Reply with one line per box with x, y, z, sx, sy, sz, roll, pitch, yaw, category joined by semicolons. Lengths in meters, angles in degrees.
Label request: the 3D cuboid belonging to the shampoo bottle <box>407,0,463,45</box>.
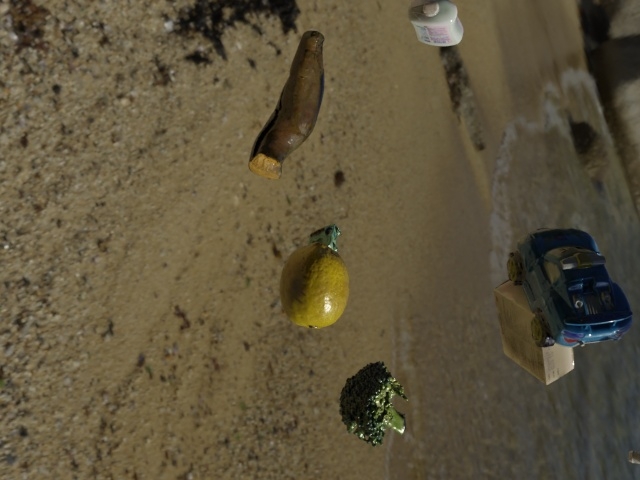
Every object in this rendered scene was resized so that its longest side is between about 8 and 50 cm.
0.165;-0.317;1.114;0.099;0.072;0.043;22;78;-72;shampoo bottle

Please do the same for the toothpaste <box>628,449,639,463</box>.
0.738;0.464;1.596;0.031;0.190;0.048;15;81;-61;toothpaste

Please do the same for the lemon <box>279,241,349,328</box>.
-0.013;0.104;1.782;0.170;0.170;0.207;-7;104;-63;lemon

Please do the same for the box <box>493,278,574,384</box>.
0.515;0.214;1.874;0.168;0.095;0.212;36;-32;53;box

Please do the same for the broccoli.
0.115;0.333;1.559;0.160;0.154;0.167;34;2;-23;broccoli

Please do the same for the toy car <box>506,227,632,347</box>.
0.519;0.079;1.613;0.166;0.198;0.314;94;-11;-50;toy car

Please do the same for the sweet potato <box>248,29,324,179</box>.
-0.048;-0.245;1.437;0.085;0.286;0.112;31;13;18;sweet potato

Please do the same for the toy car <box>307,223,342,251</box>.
0.000;0.000;2.049;0.058;0.093;0.186;59;17;-19;toy car
